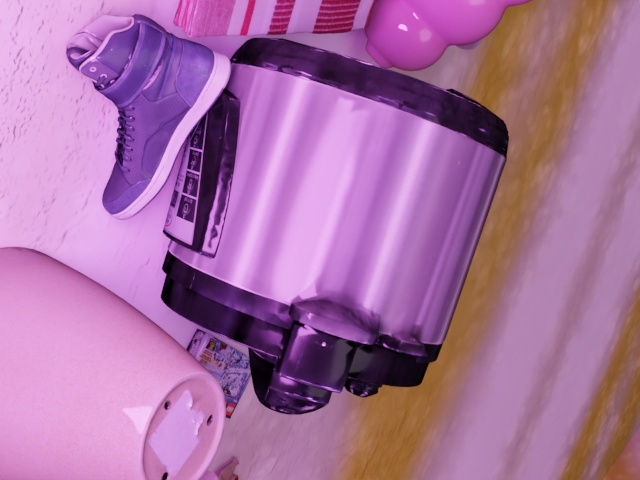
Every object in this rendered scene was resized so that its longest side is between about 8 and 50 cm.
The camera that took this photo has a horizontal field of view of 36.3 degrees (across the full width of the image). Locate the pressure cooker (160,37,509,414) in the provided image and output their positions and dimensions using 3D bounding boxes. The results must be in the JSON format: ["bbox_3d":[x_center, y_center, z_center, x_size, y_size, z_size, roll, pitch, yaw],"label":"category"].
[{"bbox_3d":[0.006,0.002,1.189,0.369,0.375,0.421,12,97,-58],"label":"pressure cooker"}]

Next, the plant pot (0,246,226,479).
[{"bbox_3d":[-0.243,0.160,0.999,0.256,0.274,0.257,-28,125,-50],"label":"plant pot"}]

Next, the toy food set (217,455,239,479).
[{"bbox_3d":[-0.163,0.391,1.481,0.122,0.019,0.078,-45,140,-41],"label":"toy food set"}]

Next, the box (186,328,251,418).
[{"bbox_3d":[-0.151,0.190,1.380,0.094,0.027,0.137,-63,145,-10],"label":"box"}]

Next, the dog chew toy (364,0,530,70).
[{"bbox_3d":[0.195,-0.372,1.372,0.332,0.207,0.206,-43,149,16],"label":"dog chew toy"}]

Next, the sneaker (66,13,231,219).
[{"bbox_3d":[-0.223,-0.139,1.066,0.163,0.086,0.226,22,108,-39],"label":"sneaker"}]

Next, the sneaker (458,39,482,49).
[{"bbox_3d":[0.254,-0.422,1.555,0.121,0.079,0.217,-53,150,-36],"label":"sneaker"}]

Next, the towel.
[{"bbox_3d":[-0.018,-0.351,1.119,0.329,0.037,0.237,-16,133,-50],"label":"towel"}]

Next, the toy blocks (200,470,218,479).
[{"bbox_3d":[-0.274,0.418,1.077,0.309,0.288,0.260,-43,134,-51],"label":"toy blocks"}]
